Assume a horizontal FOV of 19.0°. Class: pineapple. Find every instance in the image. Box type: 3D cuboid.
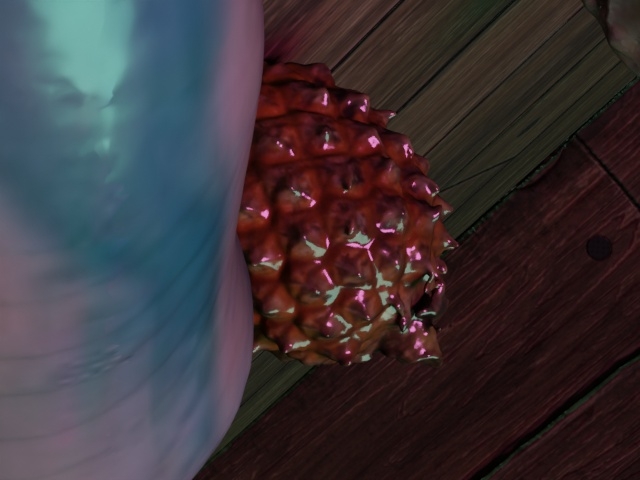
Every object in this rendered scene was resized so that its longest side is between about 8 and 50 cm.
[{"bbox_3d":[0.000,0.000,1.063,0.166,0.193,0.166,-42,176,-4],"label":"pineapple"}]

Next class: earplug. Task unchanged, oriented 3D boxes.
[{"bbox_3d":[-0.092,-0.043,0.547,0.185,0.185,0.324,-36,164,-24],"label":"earplug"}]

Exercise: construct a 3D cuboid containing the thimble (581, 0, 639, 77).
[{"bbox_3d":[0.278,-0.184,1.093,0.195,0.291,0.291,-39,173,-12],"label":"thimble"}]
